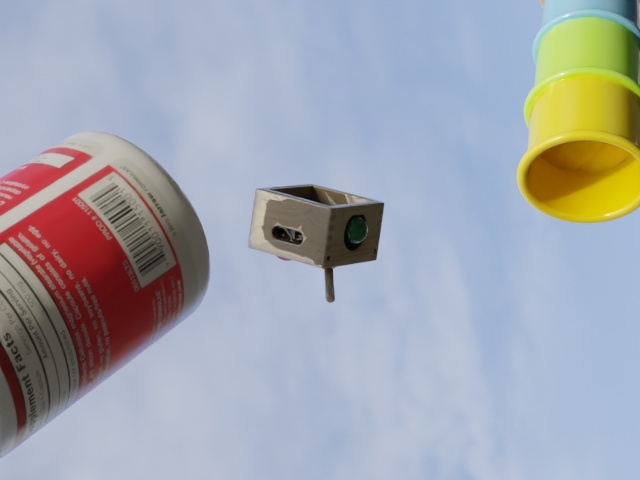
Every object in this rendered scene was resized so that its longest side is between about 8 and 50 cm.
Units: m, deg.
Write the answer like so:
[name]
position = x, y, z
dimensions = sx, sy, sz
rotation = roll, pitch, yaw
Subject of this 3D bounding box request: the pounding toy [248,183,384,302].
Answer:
[pounding toy]
position = 0.000, 0.000, 1.807
dimensions = 0.130, 0.141, 0.100
rotation = -8, -70, -54

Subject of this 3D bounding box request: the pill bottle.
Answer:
[pill bottle]
position = -0.319, 0.077, 1.539
dimensions = 0.408, 0.229, 0.229
rotation = -37, -67, -37

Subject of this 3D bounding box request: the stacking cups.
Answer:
[stacking cups]
position = 0.196, -0.165, 1.171
dimensions = 0.096, 0.096, 0.316
rotation = 46, -142, -41
